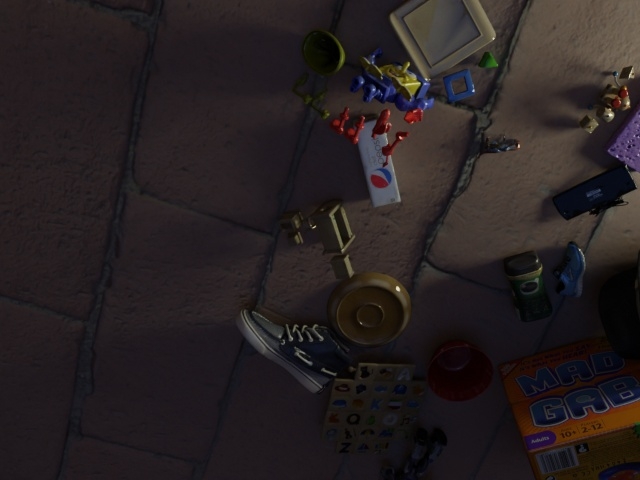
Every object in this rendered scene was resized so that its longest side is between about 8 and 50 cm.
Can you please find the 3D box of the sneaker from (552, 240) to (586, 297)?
[{"bbox_3d":[0.653,0.079,1.678,0.073,0.063,0.162,-3,112,5],"label":"sneaker"}]

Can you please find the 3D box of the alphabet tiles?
[{"bbox_3d":[0.155,0.492,1.840,0.285,0.011,0.342,4,117,-15],"label":"alphabet tiles"}]

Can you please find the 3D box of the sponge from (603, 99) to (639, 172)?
[{"bbox_3d":[0.801,-0.278,1.546,0.117,0.031,0.210,27,111,-9],"label":"sponge"}]

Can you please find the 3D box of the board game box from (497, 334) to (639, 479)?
[{"bbox_3d":[0.724,0.523,1.692,0.357,0.356,0.356,-19,111,11],"label":"board game box"}]

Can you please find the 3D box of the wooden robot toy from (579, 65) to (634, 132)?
[{"bbox_3d":[0.703,-0.323,1.511,0.079,0.076,0.173,24,111,-21],"label":"wooden robot toy"}]

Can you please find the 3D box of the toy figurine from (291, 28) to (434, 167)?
[{"bbox_3d":[0.134,-0.347,1.477,0.362,0.217,0.191,42,132,30],"label":"toy figurine"}]

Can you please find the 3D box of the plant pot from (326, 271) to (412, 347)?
[{"bbox_3d":[0.135,0.200,1.750,0.236,0.032,0.236,0,112,1],"label":"plant pot"}]

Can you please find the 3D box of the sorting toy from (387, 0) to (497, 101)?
[{"bbox_3d":[0.275,-0.492,1.458,0.196,0.047,0.347,-33,109,8],"label":"sorting toy"}]

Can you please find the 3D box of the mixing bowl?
[{"bbox_3d":[0.380,0.345,1.770,0.181,0.098,0.181,0,113,0],"label":"mixing bowl"}]

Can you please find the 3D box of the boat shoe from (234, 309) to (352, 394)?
[{"bbox_3d":[-0.064,0.266,1.740,0.158,0.127,0.340,-42,115,11],"label":"boat shoe"}]

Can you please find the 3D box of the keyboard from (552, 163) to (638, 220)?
[{"bbox_3d":[0.696,-0.112,1.614,0.192,0.038,0.100,-27,96,21],"label":"keyboard"}]

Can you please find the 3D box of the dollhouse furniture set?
[{"bbox_3d":[0.000,0.000,1.656,0.161,0.101,0.182,-6,115,30],"label":"dollhouse furniture set"}]

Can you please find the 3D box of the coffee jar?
[{"bbox_3d":[0.548,0.119,1.686,0.096,0.079,0.184,-16,112,11],"label":"coffee jar"}]

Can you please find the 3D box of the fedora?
[{"bbox_3d":[0.814,0.188,1.626,0.152,0.334,0.334,-20,114,42],"label":"fedora"}]

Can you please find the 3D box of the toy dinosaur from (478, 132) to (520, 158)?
[{"bbox_3d":[0.448,-0.233,1.576,0.082,0.047,0.090,15,145,-15],"label":"toy dinosaur"}]

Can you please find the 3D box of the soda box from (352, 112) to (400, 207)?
[{"bbox_3d":[0.138,-0.196,1.567,0.074,0.069,0.216,-13,111,7],"label":"soda box"}]

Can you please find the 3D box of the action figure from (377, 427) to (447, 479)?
[{"bbox_3d":[0.279,0.691,1.917,0.185,0.099,0.285,14,115,-11],"label":"action figure"}]

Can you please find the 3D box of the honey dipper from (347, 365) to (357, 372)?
[{"bbox_3d":[0.156,0.379,1.824,0.161,0.030,0.030,7,112,-1],"label":"honey dipper"}]
